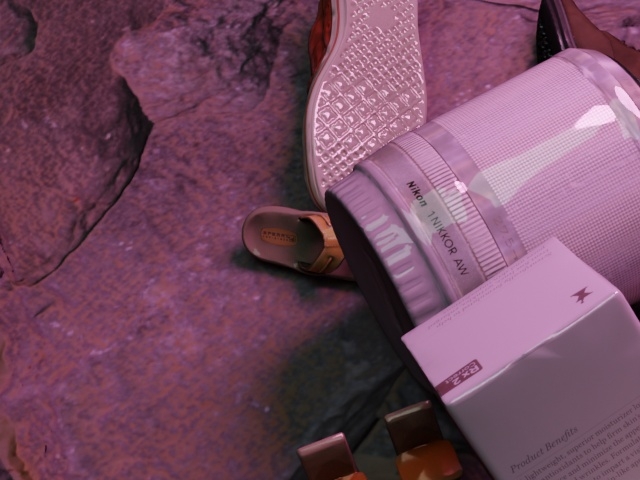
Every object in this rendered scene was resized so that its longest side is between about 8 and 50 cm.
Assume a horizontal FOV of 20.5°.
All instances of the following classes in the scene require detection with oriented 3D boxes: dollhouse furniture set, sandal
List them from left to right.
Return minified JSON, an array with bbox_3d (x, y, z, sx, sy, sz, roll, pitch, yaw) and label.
[{"bbox_3d":[0.000,0.000,1.639,0.180,0.049,0.072,5,93,27],"label":"sandal"},{"bbox_3d":[0.026,0.265,1.353,0.259,0.135,0.262,-21,46,-1],"label":"dollhouse furniture set"}]

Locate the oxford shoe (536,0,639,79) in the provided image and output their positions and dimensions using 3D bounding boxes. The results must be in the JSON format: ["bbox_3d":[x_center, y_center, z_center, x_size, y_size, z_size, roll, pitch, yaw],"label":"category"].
[{"bbox_3d":[0.270,-0.163,1.709,0.096,0.083,0.227,-7,45,-13],"label":"oxford shoe"}]

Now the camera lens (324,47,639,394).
[{"bbox_3d":[0.169,-0.019,1.503,0.274,0.219,0.219,-28,47,-7],"label":"camera lens"}]

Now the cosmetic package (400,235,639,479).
[{"bbox_3d":[0.182,0.125,1.343,0.151,0.183,0.151,-33,19,0],"label":"cosmetic package"}]

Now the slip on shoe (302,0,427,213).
[{"bbox_3d":[0.038,-0.158,1.763,0.123,0.101,0.331,13,59,-15],"label":"slip on shoe"}]
